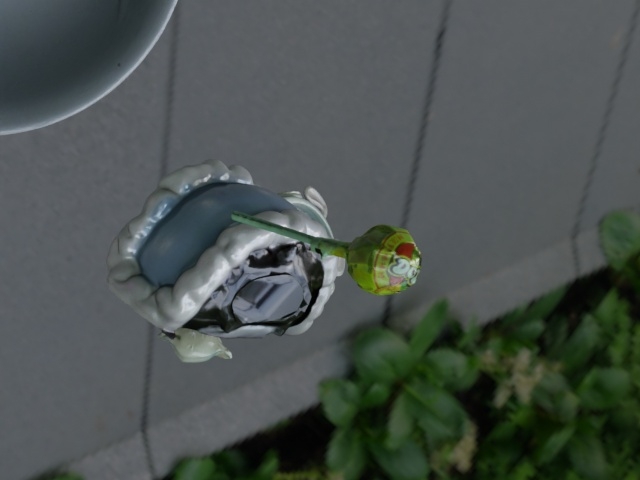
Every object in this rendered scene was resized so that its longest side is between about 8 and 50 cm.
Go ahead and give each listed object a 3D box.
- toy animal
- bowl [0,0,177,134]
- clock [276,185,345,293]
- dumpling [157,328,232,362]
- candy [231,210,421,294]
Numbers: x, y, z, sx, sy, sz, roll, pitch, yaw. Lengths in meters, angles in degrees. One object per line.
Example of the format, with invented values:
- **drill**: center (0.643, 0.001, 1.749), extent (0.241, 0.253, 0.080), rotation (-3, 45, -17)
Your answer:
- **toy animal**: center (-0.097, 0.009, 1.453), extent (0.208, 0.204, 0.156), rotation (8, 112, -45)
- **bowl**: center (-0.259, -0.263, 1.105), extent (0.345, 0.345, 0.157), rotation (-62, -174, 15)
- **clock**: center (-0.043, 0.017, 1.744), extent (0.191, 0.062, 0.151), rotation (-32, 106, -48)
- **dumpling**: center (-0.134, 0.111, 1.527), extent (0.077, 0.043, 0.059), rotation (-8, 163, 1)
- **candy**: center (0.000, 0.000, 1.203), extent (0.062, 0.194, 0.058), rotation (13, 93, -55)
